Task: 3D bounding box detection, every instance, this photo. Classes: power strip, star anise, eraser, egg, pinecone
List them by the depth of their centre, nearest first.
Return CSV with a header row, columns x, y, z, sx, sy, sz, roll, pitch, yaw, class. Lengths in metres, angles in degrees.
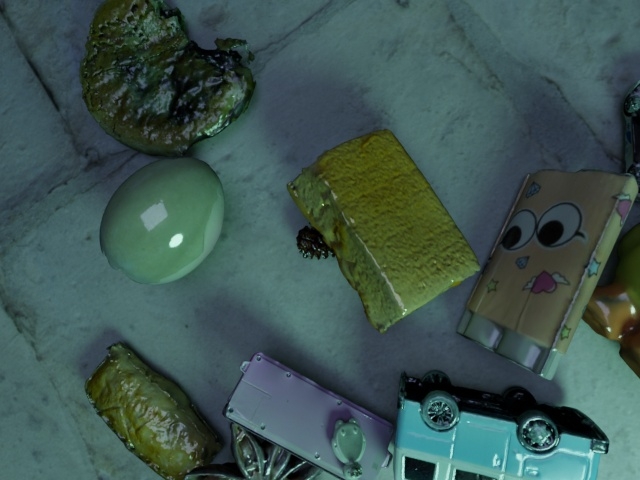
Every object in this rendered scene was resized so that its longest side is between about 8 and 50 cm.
x,y,z,sx,sy,sz,roll,pitch,yaw,class
0.329,0.040,0.631,0.087,0.171,0.290,25,89,-21,eraser
0.045,0.310,0.636,0.055,0.035,0.083,1,67,-18,power strip
-0.016,0.282,0.669,0.279,0.037,0.109,30,64,-4,power strip
-0.093,0.395,0.680,0.236,0.109,0.223,2,75,-12,star anise
-0.252,-0.040,0.719,0.217,0.183,0.183,-46,79,10,egg
0.000,0.000,0.729,0.083,0.077,0.077,-37,79,22,pinecone

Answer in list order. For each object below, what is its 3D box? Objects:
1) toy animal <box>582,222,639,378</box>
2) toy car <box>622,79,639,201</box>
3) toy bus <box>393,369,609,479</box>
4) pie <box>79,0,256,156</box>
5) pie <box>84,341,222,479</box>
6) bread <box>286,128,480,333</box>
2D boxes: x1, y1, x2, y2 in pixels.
x,y,z,sx,sy,sz,roll,pitch,yaw,class
0.532,0.040,0.568,0.338,0.191,0.216,-39,65,8,toy animal
0.524,-0.157,0.663,0.096,0.056,0.204,1,81,10,toy car
0.243,0.303,0.627,0.272,0.133,0.164,8,91,13,toy bus
-0.310,-0.315,0.814,0.371,0.078,0.296,38,93,10,pie
-0.305,0.303,0.754,0.282,0.068,0.128,37,90,15,pie
0.096,-0.021,0.664,0.185,0.114,0.274,-25,75,-28,bread
